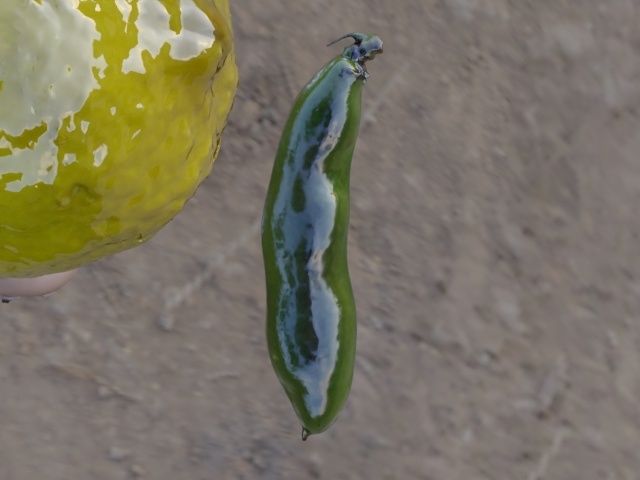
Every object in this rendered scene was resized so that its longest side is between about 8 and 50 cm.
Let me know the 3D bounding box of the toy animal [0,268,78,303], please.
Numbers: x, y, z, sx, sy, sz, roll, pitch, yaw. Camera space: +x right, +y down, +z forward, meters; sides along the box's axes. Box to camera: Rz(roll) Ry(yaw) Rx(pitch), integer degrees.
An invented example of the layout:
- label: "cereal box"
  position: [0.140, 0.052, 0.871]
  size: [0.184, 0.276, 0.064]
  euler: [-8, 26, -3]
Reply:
- label: "toy animal"
  position: [-0.211, 0.003, 1.418]
  size: [0.150, 0.083, 0.089]
  euler: [17, 80, 60]

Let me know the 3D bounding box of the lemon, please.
- label: "lemon"
  position: [-0.140, -0.078, 0.855]
  size: [0.231, 0.192, 0.192]
  euler: [0, 79, 23]

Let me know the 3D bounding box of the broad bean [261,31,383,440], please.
- label: "broad bean"
  position: [-0.004, -0.001, 1.209]
  size: [0.065, 0.046, 0.254]
  euler: [4, 100, -3]
